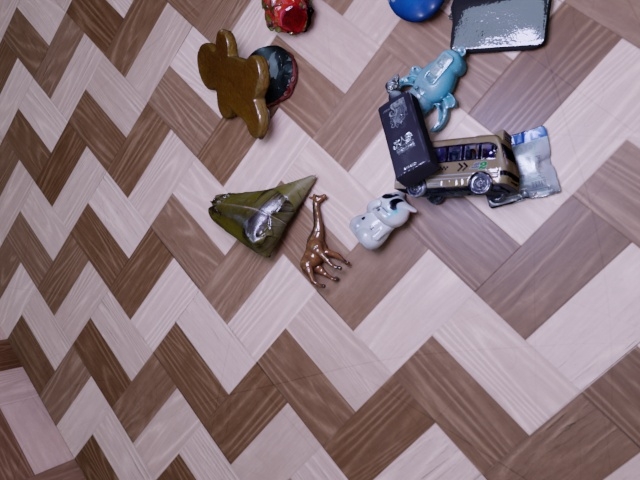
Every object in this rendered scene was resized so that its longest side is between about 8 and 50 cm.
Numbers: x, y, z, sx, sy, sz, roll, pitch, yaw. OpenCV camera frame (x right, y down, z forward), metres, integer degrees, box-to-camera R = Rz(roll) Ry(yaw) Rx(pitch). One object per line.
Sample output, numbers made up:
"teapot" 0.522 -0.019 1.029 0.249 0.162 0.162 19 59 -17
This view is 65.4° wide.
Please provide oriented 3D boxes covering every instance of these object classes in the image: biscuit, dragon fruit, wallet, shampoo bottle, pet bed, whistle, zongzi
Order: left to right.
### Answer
"biscuit" -0.275 -0.519 1.590 0.432 0.064 0.282 40 136 41
"zongzi" -0.187 -0.133 1.568 0.274 0.145 0.300 33 88 30
"pet bed" -0.161 -0.524 1.585 0.201 0.053 0.201 -1 89 30
"dragon fruit" -0.104 -0.711 1.509 0.160 0.166 0.171 -25 56 11
"shampoo bottle" 0.211 -0.286 1.255 0.098 0.071 0.309 -30 53 33
"whistle" 0.285 -0.396 1.322 0.274 0.093 0.186 -49 66 23
"wallet" 0.446 -0.551 1.261 0.250 0.044 0.148 6 96 28

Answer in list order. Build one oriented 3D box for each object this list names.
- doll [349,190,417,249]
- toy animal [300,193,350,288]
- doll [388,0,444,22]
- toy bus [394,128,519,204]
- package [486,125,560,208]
"doll" 0.166 -0.057 1.371 0.180 0.107 0.110 -47 49 21
"toy animal" 0.000 0.000 1.486 0.229 0.066 0.224 47 110 26
"doll" 0.286 -0.691 1.285 0.257 0.161 0.215 -49 40 8
"toy bus" 0.340 -0.179 1.247 0.290 0.139 0.157 1 85 39
"package" 0.489 -0.181 1.243 0.171 0.027 0.173 -13 81 31
